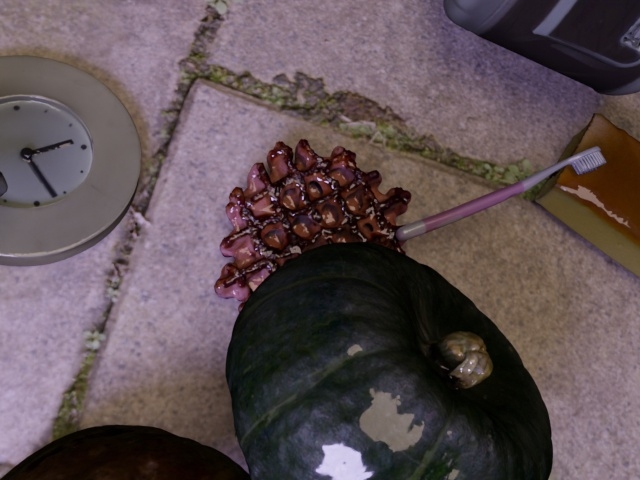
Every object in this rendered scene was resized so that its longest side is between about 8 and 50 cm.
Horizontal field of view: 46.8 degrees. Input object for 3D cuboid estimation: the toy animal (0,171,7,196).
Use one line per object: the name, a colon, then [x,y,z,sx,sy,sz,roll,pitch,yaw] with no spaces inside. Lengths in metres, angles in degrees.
toy animal: [-0.414,0.048,0.608,0.168,0.106,0.343,24,70,20]

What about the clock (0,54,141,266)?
clock: [-0.306,-0.087,0.770,0.234,0.029,0.235,7,66,-16]

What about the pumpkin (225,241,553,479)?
pumpkin: [0.060,0.133,0.628,0.300,0.207,0.300,30,30,-19]

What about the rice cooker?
rice cooker: [0.324,-0.371,0.902,0.325,0.335,0.335,24,65,-9]

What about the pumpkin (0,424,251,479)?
pumpkin: [-0.165,0.205,0.606,0.312,0.148,0.169,-6,55,-10]

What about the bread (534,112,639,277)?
bread: [0.452,-0.001,0.935,0.361,0.077,0.138,36,63,0]

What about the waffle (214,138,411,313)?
waffle: [0.000,0.000,0.813,0.221,0.055,0.234,18,69,-12]

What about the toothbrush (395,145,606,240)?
toothbrush: [0.212,-0.052,0.846,0.286,0.020,0.025,-22,74,-17]
